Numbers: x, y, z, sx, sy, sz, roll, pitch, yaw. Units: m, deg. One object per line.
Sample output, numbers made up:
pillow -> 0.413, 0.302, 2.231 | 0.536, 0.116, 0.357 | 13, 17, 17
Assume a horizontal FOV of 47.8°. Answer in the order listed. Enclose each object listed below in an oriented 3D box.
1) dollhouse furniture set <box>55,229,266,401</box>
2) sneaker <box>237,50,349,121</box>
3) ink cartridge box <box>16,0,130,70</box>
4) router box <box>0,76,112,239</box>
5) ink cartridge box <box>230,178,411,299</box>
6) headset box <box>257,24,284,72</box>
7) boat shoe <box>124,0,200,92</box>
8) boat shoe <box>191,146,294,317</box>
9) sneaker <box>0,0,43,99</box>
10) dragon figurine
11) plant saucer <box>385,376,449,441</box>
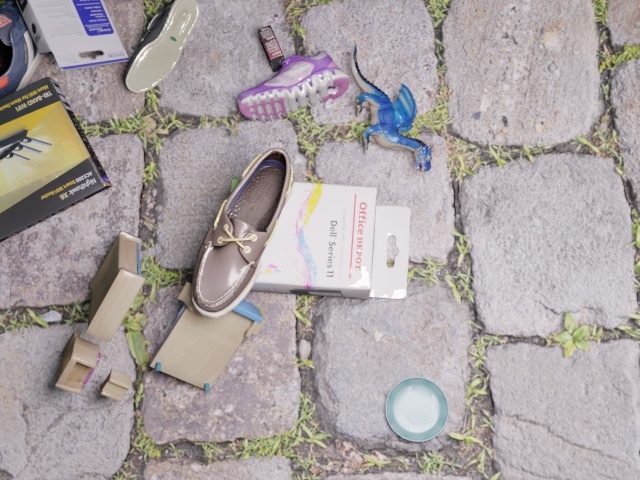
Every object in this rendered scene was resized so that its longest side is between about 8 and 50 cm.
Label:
dollhouse furniture set -> -0.302, 0.173, 1.404 | 0.303, 0.198, 0.286 | 27, 102, -22
sneaker -> -0.064, -0.327, 1.498 | 0.236, 0.095, 0.105 | -19, 71, -8
ink cartridge box -> -0.542, -0.499, 1.508 | 0.165, 0.065, 0.333 | -21, 85, -40
router box -> -0.616, -0.147, 1.443 | 0.308, 0.081, 0.243 | -28, 97, -4
ink cartridge box -> 0.000, 0.000, 1.400 | 0.353, 0.119, 0.207 | 3, 76, 3
headset box -> -0.101, -0.401, 1.525 | 0.032, 0.062, 0.083 | -24, 76, -2
boat shoe -> -0.345, -0.418, 1.544 | 0.079, 0.084, 0.233 | 29, 86, 46
boat shoe -> -0.137, -0.020, 1.280 | 0.116, 0.097, 0.324 | 25, 69, 4
sneaker -> -0.645, -0.450, 1.515 | 0.131, 0.148, 0.350 | 15, 78, 6
dragon figurine -> 0.146, -0.262, 1.472 | 0.144, 0.085, 0.289 | -12, 78, 0
plant saucer -> 0.183, 0.320, 1.370 | 0.119, 0.021, 0.119 | 0, 78, 2
